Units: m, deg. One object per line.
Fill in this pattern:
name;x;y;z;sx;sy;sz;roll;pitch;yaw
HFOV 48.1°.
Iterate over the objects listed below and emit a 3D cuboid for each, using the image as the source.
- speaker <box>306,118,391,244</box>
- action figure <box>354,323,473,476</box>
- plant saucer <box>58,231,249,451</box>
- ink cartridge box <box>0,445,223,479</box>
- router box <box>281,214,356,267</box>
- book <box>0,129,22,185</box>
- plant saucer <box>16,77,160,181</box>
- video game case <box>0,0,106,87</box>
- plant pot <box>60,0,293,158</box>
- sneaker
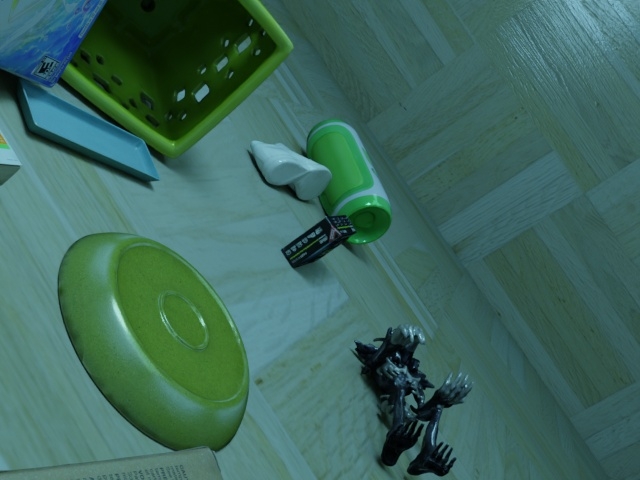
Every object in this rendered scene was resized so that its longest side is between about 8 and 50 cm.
speaker;0.055;-0.130;1.522;0.131;0.131;0.297;40;22;-42
action figure;0.140;0.211;1.062;0.164;0.141;0.276;36;23;-20
plant saucer;-0.141;0.084;0.685;0.241;0.037;0.241;48;17;-20
ink cartridge box;-0.099;0.243;0.391;0.235;0.088;0.193;61;16;24
router box;0.000;0.000;1.164;0.038;0.092;0.122;57;17;7
book;-0.318;-0.112;0.580;0.144;0.035;0.096;57;17;13
plant saucer;-0.254;-0.115;0.797;0.192;0.018;0.067;24;34;-59
video game case;-0.245;-0.281;0.630;0.061;0.270;0.244;34;5;6
plant pot;-0.207;-0.283;0.917;0.227;0.228;0.207;39;15;-43
sneaker;-0.054;-0.141;1.340;0.094;0.080;0.212;49;13;26
